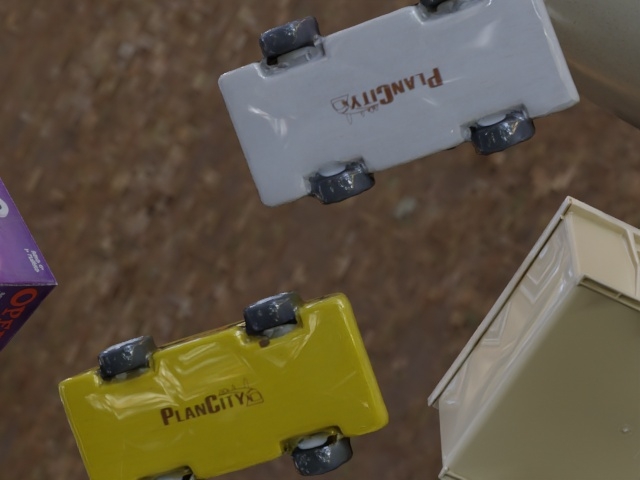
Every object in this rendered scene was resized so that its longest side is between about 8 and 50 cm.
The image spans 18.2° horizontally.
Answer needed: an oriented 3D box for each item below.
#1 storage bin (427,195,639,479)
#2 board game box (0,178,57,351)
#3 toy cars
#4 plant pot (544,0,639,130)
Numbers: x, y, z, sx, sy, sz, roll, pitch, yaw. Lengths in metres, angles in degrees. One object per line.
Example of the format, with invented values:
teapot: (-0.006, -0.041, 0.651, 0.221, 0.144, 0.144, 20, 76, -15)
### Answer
storage bin: (0.276, 0.140, 1.842, 0.262, 0.260, 0.123, -58, 15, 29)
board game box: (-0.281, -0.045, 1.071, 0.208, 0.056, 0.347, -49, 59, 32)
toy cars: (0.000, 0.000, 1.130, 0.393, 0.176, 0.087, -61, -9, 17)
plant pot: (0.193, -0.218, 1.408, 0.256, 0.274, 0.256, 21, -90, -85)
